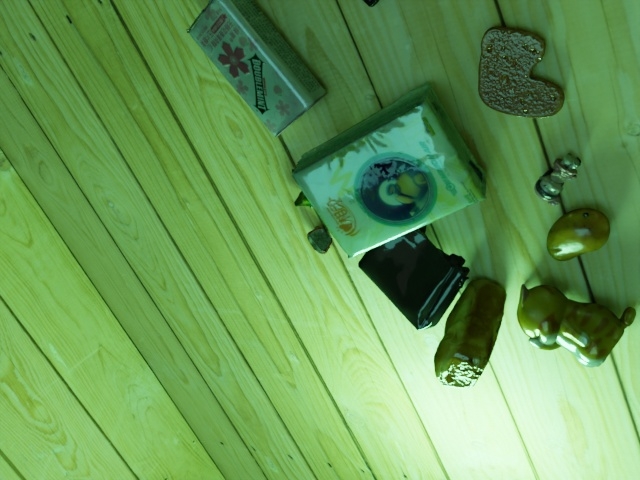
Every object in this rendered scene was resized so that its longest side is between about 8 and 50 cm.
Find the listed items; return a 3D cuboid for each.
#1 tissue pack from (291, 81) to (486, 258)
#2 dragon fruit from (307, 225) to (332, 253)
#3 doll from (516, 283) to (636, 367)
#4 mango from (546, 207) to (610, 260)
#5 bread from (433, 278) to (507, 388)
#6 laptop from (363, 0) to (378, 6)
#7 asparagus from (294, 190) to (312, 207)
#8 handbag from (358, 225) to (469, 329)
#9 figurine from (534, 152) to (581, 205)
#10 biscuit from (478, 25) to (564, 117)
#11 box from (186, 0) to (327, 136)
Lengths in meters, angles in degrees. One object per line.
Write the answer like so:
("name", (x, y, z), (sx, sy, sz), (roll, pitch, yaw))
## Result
("tissue pack", (0.165, -0.159, 1.632), (0.388, 0.162, 0.287), (-26, 108, 29))
("dragon fruit", (0.000, 0.000, 2.037), (0.083, 0.056, 0.060), (46, 162, 5))
("doll", (0.615, 0.210, 1.668), (0.269, 0.162, 0.167), (18, 165, 17))
("mango", (0.589, -0.015, 1.551), (0.115, 0.089, 0.165), (42, 143, -15))
("bread", (0.393, 0.245, 1.765), (0.132, 0.294, 0.167), (29, 137, 8))
("laptop", (0.081, -0.631, 1.456), (0.207, 0.026, 0.154), (45, 140, -3))
("asparagus", (0.012, -0.170, 1.863), (0.085, 0.082, 0.343), (39, 140, -2))
("handbag", (0.258, 0.074, 1.834), (0.285, 0.113, 0.257), (49, 134, 24))
("figurine", (0.538, -0.139, 1.512), (0.072, 0.054, 0.129), (26, 131, -4))
("biscuit", (0.428, -0.354, 1.420), (0.186, 0.036, 0.192), (14, 132, 24))
("box", (-0.168, -0.462, 1.728), (0.370, 0.112, 0.190), (48, 137, -8))
